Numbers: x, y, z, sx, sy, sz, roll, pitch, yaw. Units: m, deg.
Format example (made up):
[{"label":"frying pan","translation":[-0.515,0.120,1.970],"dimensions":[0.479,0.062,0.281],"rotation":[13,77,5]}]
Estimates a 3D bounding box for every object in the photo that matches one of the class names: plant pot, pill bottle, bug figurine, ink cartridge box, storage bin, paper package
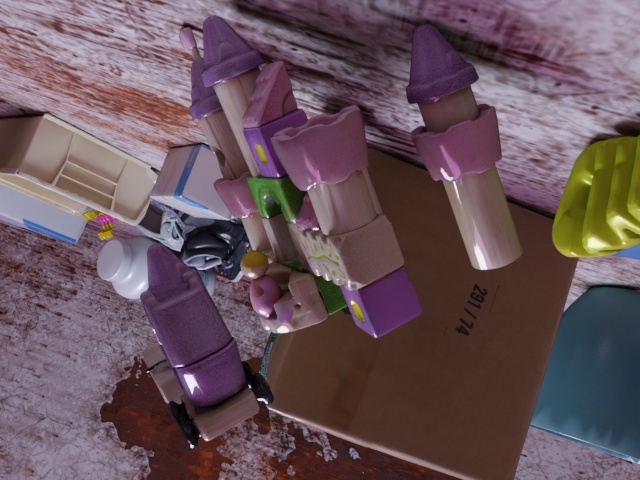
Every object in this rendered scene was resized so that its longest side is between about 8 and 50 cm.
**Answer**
[{"label":"plant pot","translation":[0.468,0.207,1.045],"dimensions":[0.293,0.235,0.293],"rotation":[18,170,3]},{"label":"pill bottle","translation":[-0.379,0.074,1.594],"dimensions":[0.146,0.146,0.264],"rotation":[11,171,40]},{"label":"bug figurine","translation":[-0.468,-0.020,1.738],"dimensions":[0.216,0.072,0.279],"rotation":[-7,127,33]},{"label":"ink cartridge box","translation":[-0.199,-0.092,1.100],"dimensions":[0.092,0.090,0.143],"rotation":[26,169,-34]},{"label":"ink cartridge box","translation":[-0.811,-0.132,1.806],"dimensions":[0.395,0.166,0.285],"rotation":[9,165,47]},{"label":"storage bin","translation":[-0.491,-0.132,1.336],"dimensions":[0.262,0.123,0.260],"rotation":[8,165,47]},{"label":"paper package","translation":[0.113,0.092,0.841],"dimensions":[0.309,0.325,0.168],"rotation":[21,169,-5]}]

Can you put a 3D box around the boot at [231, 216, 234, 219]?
[{"label":"boot","translation":[-0.150,-0.076,1.214],"dimensions":[0.158,0.059,0.084],"rotation":[4,161,28]}]

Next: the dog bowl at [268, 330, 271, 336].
[{"label":"dog bowl","translation":[0.059,0.129,1.266],"dimensions":[0.348,0.102,0.349],"rotation":[-7,141,-5]}]

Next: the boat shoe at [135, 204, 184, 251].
[{"label":"boat shoe","translation":[-0.355,-0.058,1.511],"dimensions":[0.320,0.118,0.103],"rotation":[22,177,26]}]

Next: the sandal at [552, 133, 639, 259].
[{"label":"sandal","translation":[0.287,-0.033,0.472],"dimensions":[0.138,0.126,0.317],"rotation":[16,178,-3]}]

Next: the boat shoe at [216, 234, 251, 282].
[{"label":"boat shoe","translation":[-0.206,0.018,1.601],"dimensions":[0.113,0.127,0.340],"rotation":[23,168,-14]}]

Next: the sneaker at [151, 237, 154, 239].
[{"label":"sneaker","translation":[-0.387,0.002,1.920],"dimensions":[0.121,0.111,0.300],"rotation":[16,172,0]}]

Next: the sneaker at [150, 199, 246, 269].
[{"label":"sneaker","translation":[-0.266,-0.031,1.370],"dimensions":[0.268,0.153,0.101],"rotation":[15,169,22]}]

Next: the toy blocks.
[{"label":"toy blocks","translation":[-0.049,-0.060,0.568],"dimensions":[0.288,0.309,0.260],"rotation":[15,130,65]}]
